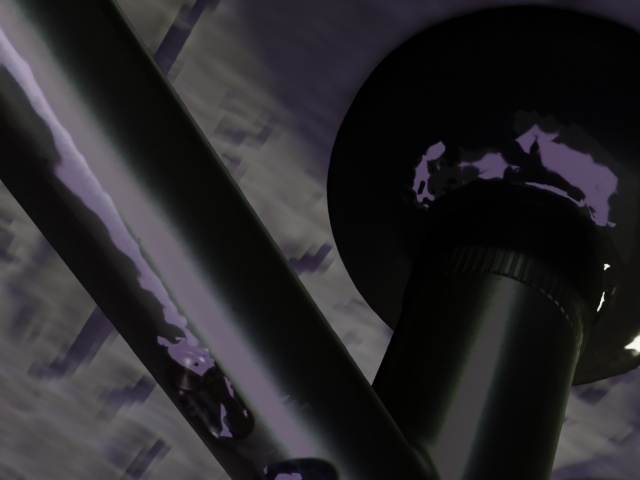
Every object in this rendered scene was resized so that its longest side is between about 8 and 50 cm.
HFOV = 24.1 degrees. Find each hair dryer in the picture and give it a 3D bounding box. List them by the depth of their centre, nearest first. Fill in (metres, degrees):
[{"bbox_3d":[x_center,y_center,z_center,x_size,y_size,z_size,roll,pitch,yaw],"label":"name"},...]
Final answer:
[{"bbox_3d":[0.019,-0.011,0.420,0.155,0.320,0.284,-4,115,23],"label":"hair dryer"}]
